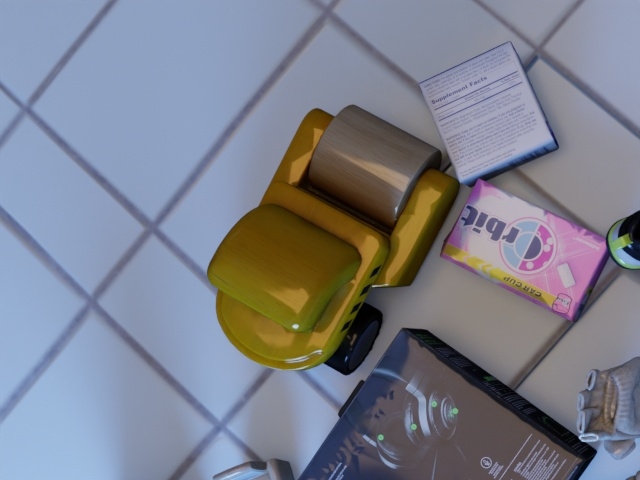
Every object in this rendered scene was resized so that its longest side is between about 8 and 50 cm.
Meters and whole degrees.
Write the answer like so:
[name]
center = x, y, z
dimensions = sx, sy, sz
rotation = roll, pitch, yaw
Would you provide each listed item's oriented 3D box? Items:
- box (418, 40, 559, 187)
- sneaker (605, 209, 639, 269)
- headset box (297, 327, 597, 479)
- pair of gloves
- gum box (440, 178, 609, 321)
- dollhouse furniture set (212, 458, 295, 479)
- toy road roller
[box]
center = 0.207, -0.153, 1.701
dimensions = 0.126, 0.072, 0.137
rotation = -24, 80, 14
[sneaker]
center = 0.439, -0.025, 1.584
dimensions = 0.235, 0.097, 0.084
rotation = -23, 80, -8
[headset box]
center = 0.140, 0.271, 1.655
dimensions = 0.283, 0.131, 0.246
rotation = 35, 96, 16
[pair of gloves]
center = 0.348, 0.249, 1.565
dimensions = 0.042, 0.204, 0.240
rotation = 14, 94, 46
[gum box]
center = 0.246, 0.010, 1.680
dimensions = 0.188, 0.062, 0.107
rotation = 27, 93, 17
[dollhouse furniture set]
center = -0.148, 0.452, 1.674
dimensions = 0.286, 0.198, 0.303
rotation = -23, 73, 14
[toy road roller]
center = 0.000, 0.000, 1.662
dimensions = 0.203, 0.240, 0.329
rotation = 29, 94, 16
